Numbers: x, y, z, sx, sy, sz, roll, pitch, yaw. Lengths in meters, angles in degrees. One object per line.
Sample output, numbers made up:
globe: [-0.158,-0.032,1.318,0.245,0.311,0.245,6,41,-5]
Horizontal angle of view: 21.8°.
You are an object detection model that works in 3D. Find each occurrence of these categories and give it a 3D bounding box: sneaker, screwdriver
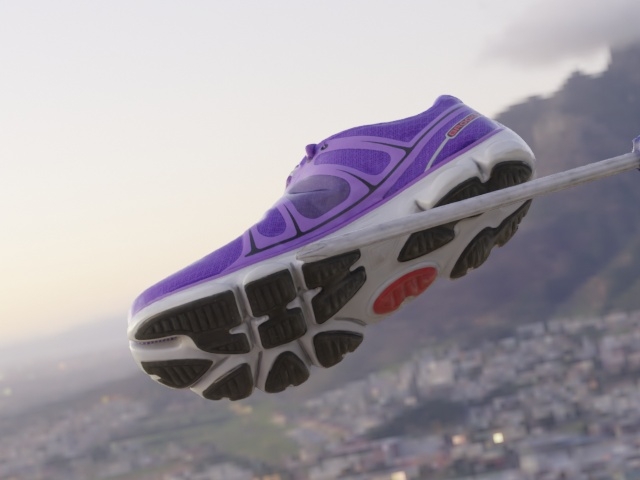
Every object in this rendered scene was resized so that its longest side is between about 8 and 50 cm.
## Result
sneaker: [0.000,0.000,0.629,0.170,0.071,0.068,-28,-41,-17]
screwdriver: [0.070,-0.017,0.416,0.170,0.024,0.025,-16,8,-30]
